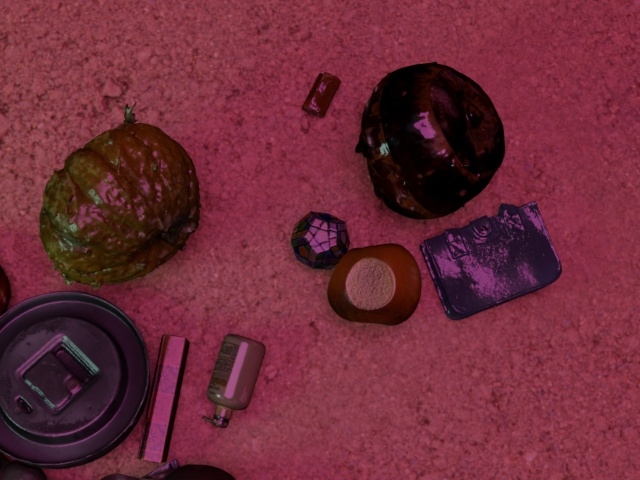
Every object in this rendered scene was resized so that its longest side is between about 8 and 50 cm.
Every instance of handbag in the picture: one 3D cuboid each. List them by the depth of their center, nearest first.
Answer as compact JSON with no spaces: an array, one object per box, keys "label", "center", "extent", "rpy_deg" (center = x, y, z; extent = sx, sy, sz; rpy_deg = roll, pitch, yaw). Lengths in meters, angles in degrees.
[{"label":"handbag","center":[0.315,0.031,1.891],"extent":[0.229,0.062,0.179],"rpy_deg":[-18,81,-8]}]

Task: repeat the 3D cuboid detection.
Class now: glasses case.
[{"label":"glasses case","center":[-0.275,0.276,1.791],"extent":[0.049,0.075,0.218],"rpy_deg":[10,79,0]}]

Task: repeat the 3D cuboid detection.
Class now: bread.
[{"label":"bread","center":[0.002,-0.276,1.939],"extent":[0.047,0.036,0.083],"rpy_deg":[26,80,-2]}]

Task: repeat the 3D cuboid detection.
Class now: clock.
[{"label":"clock","center":[-0.443,0.239,1.755],"extent":[0.312,0.061,0.313],"rpy_deg":[1,65,-2]}]

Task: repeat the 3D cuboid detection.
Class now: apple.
[{"label":"apple","center":[0.099,0.075,1.823],"extent":[0.163,0.146,0.147],"rpy_deg":[5,86,12]}]

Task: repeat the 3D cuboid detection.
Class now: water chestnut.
[{"label":"water chestnut","center":[0.175,-0.174,1.840],"extent":[0.299,0.300,0.300],"rpy_deg":[1,79,-4]}]

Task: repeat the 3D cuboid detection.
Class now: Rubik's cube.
[{"label":"Rubik's cube","center":[0.000,0.000,1.856],"extent":[0.093,0.111,0.111],"rpy_deg":[-6,79,20]}]

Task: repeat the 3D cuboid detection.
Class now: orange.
[{"label":"orange","center":[-0.334,-0.051,1.730],"extent":[0.223,0.300,0.301],"rpy_deg":[39,57,20]}]

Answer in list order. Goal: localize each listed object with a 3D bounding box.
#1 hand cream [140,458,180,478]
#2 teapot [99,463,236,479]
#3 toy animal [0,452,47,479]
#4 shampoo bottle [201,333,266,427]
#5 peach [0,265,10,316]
[{"label":"hand cream","center":[-0.340,0.467,1.768],"extent":[0.235,0.055,0.086],"rpy_deg":[-23,86,-16]},{"label":"teapot","center":[-0.254,0.522,1.675],"extent":[0.314,0.233,0.312],"rpy_deg":[5,72,-2]},{"label":"toy animal","center":[-0.535,0.419,1.734],"extent":[0.251,0.127,0.125],"rpy_deg":[12,56,-12]},{"label":"shampoo bottle","center":[-0.154,0.250,1.803],"extent":[0.079,0.079,0.162],"rpy_deg":[17,78,-1]},{"label":"peach","center":[-0.602,0.069,1.798],"extent":[0.092,0.127,0.172],"rpy_deg":[-20,56,0]}]
